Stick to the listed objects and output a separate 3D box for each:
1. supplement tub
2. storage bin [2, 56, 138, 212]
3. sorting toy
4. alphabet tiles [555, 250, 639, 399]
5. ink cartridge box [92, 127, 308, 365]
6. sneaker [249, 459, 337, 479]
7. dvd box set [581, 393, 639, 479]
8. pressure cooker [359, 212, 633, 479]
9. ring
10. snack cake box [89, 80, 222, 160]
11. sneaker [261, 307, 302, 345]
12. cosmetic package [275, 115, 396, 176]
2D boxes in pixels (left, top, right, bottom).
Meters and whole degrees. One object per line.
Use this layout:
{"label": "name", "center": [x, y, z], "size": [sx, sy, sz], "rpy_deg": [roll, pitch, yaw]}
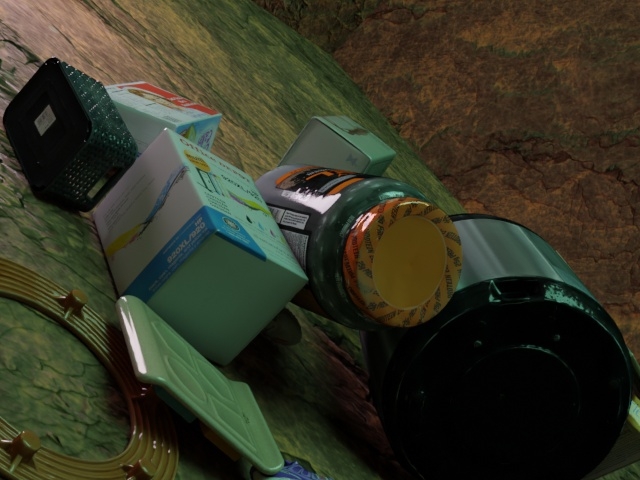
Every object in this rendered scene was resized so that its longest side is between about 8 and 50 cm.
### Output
{"label": "supplement tub", "center": [0.032, 0.007, 1.428], "size": [0.207, 0.207, 0.338], "rpy_deg": [36, -10, -29]}
{"label": "storage bin", "center": [-0.334, -0.141, 1.368], "size": [0.084, 0.122, 0.180], "rpy_deg": [26, 23, -50]}
{"label": "sorting toy", "center": [-0.142, 0.165, 1.162], "size": [0.208, 0.038, 0.193], "rpy_deg": [42, 5, -29]}
{"label": "alphabet tiles", "center": [0.485, 0.170, 1.722], "size": [0.285, 0.011, 0.342], "rpy_deg": [56, 7, -22]}
{"label": "ink cartridge box", "center": [-0.161, 0.006, 1.341], "size": [0.171, 0.168, 0.232], "rpy_deg": [30, 20, -41]}
{"label": "sneaker", "center": [-0.012, 0.285, 1.193], "size": [0.170, 0.068, 0.071], "rpy_deg": [30, 15, -42]}
{"label": "dvd box set", "center": [0.391, 0.268, 1.916], "size": [0.420, 0.307, 0.062], "rpy_deg": [45, 53, 4]}
{"label": "pressure cooker", "center": [0.251, 0.158, 1.598], "size": [0.420, 0.376, 0.369], "rpy_deg": [-105, -179, -68]}
{"label": "ring", "center": [-0.265, 0.124, 1.016], "size": [0.336, 0.032, 0.336], "rpy_deg": [41, 16, -14]}
{"label": "snack cake box", "center": [-0.268, -0.179, 1.627], "size": [0.152, 0.089, 0.264], "rpy_deg": [21, 14, 5]}
{"label": "sneaker", "center": [-0.098, 0.110, 1.479], "size": [0.161, 0.057, 0.075], "rpy_deg": [42, 31, -14]}
{"label": "cosmetic package", "center": [0.027, -0.130, 1.851], "size": [0.129, 0.153, 0.296], "rpy_deg": [38, 12, 5]}
